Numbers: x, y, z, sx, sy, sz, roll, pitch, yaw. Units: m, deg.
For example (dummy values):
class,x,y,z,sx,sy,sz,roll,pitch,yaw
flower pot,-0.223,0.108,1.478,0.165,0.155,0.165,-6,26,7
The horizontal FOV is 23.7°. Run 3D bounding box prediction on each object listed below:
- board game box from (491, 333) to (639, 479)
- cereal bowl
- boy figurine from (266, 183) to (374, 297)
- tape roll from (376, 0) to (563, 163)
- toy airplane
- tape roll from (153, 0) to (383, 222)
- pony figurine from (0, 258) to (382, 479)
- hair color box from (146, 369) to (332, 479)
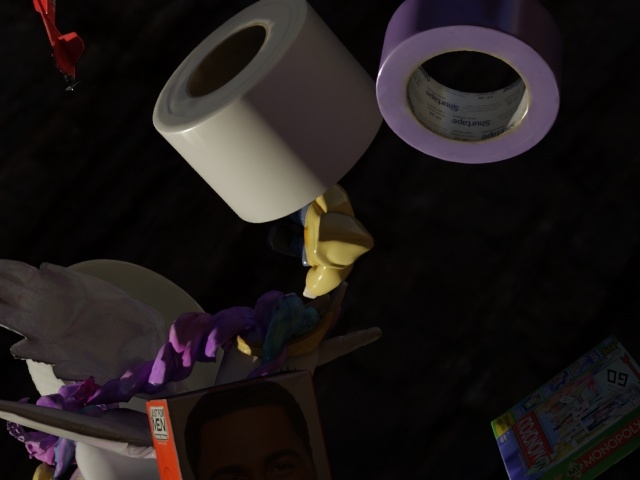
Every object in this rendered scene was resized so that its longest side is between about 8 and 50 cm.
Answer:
class,x,y,z,sx,sy,sz,roll,pitch,yaw
board game box,0.331,0.232,1.967,0.213,0.046,0.317,-36,7,6
cereal bowl,-0.330,0.202,2.487,0.141,0.339,0.339,-54,-3,38
boy figurine,0.000,0.000,2.207,0.285,0.092,0.177,-151,68,-73
tape roll,0.155,-0.174,1.581,0.189,0.189,0.080,118,169,-46
toy airplane,-0.346,-0.269,2.004,0.028,0.151,0.151,-16,-23,-22
tape roll,-0.064,-0.166,1.897,0.246,0.169,0.246,-32,29,21
pony figurine,-0.153,0.171,1.264,0.303,0.351,0.363,-90,13,-70
hair color box,-0.029,0.135,0.698,0.072,0.141,0.043,-11,-3,-19
